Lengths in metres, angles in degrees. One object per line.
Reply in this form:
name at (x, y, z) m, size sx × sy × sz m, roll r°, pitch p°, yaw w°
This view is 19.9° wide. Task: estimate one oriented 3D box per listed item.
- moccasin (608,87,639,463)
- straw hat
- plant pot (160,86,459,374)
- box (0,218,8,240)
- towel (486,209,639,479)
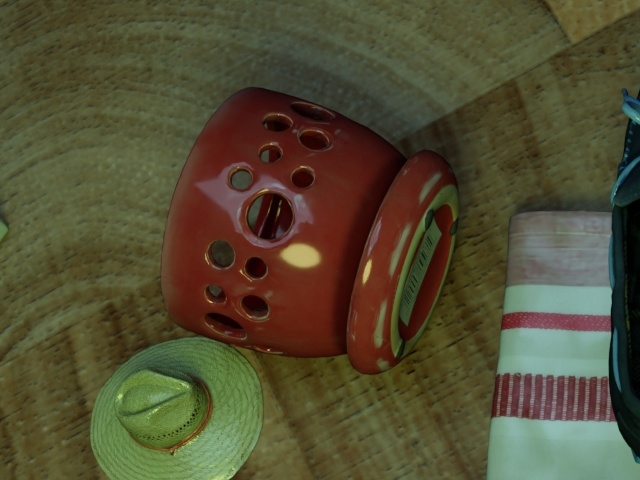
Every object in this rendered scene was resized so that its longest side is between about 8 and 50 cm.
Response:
moccasin at (0.264, -0.017, 1.245) m, size 0.138 × 0.117 × 0.342 m, roll -3°, pitch 65°, yaw 19°
straw hat at (-0.121, 0.126, 1.388) m, size 0.144 × 0.061 × 0.144 m, roll -8°, pitch 63°, yaw 16°
plant pot at (0.000, 0.000, 1.339) m, size 0.174 × 0.191 × 0.191 m, roll 18°, pitch 72°, yaw 16°
box at (-0.336, -0.016, 1.508) m, size 0.101 × 0.102 × 0.087 m, roll 26°, pitch 74°, yaw 29°
towel at (0.233, 0.128, 1.278) m, size 0.237 × 0.037 × 0.329 m, roll -1°, pitch 66°, yaw 20°
